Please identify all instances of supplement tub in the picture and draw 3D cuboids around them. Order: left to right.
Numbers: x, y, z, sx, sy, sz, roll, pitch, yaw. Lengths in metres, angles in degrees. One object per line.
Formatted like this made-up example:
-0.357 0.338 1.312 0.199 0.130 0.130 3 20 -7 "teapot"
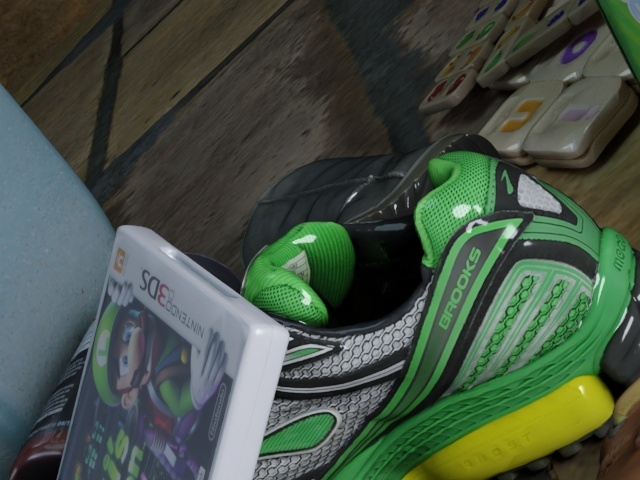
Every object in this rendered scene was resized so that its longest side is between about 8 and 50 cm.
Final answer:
-0.105 0.095 1.055 0.106 0.106 0.198 -31 23 38 "supplement tub"

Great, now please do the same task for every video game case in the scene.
-0.080 0.104 0.802 0.173 0.022 0.190 31 109 61 "video game case"

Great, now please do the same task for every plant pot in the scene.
-0.259 0.077 1.193 0.247 0.252 0.248 -34 22 34 "plant pot"

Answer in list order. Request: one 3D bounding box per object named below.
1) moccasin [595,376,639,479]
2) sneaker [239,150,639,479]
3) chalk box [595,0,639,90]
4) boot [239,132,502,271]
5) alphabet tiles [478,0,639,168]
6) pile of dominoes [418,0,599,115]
0.231 0.006 0.495 0.380 0.139 0.147 -45 25 33 "moccasin"
-0.003 0.063 0.837 0.343 0.146 0.134 -35 21 32 "sneaker"
0.214 -0.143 0.695 0.179 0.180 0.289 -36 14 -20 "chalk box"
0.000 0.003 1.069 0.189 0.076 0.208 -39 21 -27 "boot"
0.206 -0.152 1.029 0.284 0.021 0.278 -49 16 -11 "alphabet tiles"
0.148 -0.194 1.170 0.196 0.040 0.251 -34 18 46 "pile of dominoes"
